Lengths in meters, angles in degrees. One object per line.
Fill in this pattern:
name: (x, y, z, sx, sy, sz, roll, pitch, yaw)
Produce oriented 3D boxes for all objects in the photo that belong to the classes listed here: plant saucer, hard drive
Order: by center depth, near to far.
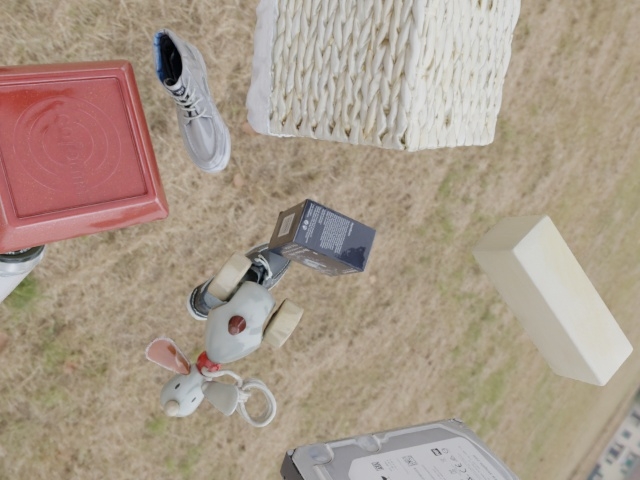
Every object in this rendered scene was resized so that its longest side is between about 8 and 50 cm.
hard drive: (0.140, 0.363, 0.795, 0.338, 0.237, 0.064, 2, 115, -32)
plant saucer: (-0.363, -0.135, 0.823, 0.259, 0.047, 0.259, -15, 93, -33)

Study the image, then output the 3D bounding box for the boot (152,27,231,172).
boot: (-0.246, -0.253, 1.045, 0.095, 0.258, 0.123, -20, 173, 12)

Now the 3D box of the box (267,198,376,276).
box: (0.000, 0.000, 1.139, 0.158, 0.156, 0.093, 23, 75, -19)

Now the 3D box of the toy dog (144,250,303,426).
toy dog: (-0.167, 0.189, 0.931, 0.161, 0.220, 0.334, -52, 159, -70)

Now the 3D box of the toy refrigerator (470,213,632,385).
toy refrigerator: (0.363, 0.089, 0.893, 0.094, 0.102, 0.269, -41, 103, -17)

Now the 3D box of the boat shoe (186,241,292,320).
boat shoe: (-0.165, 0.087, 1.325, 0.302, 0.114, 0.091, -39, -172, -33)

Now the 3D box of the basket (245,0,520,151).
basket: (0.104, -0.299, 0.829, 0.328, 0.266, 0.331, -16, 119, -52)

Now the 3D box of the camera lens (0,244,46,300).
camera lens: (-0.728, 0.032, 1.187, 0.274, 0.219, 0.219, -39, 154, 23)
